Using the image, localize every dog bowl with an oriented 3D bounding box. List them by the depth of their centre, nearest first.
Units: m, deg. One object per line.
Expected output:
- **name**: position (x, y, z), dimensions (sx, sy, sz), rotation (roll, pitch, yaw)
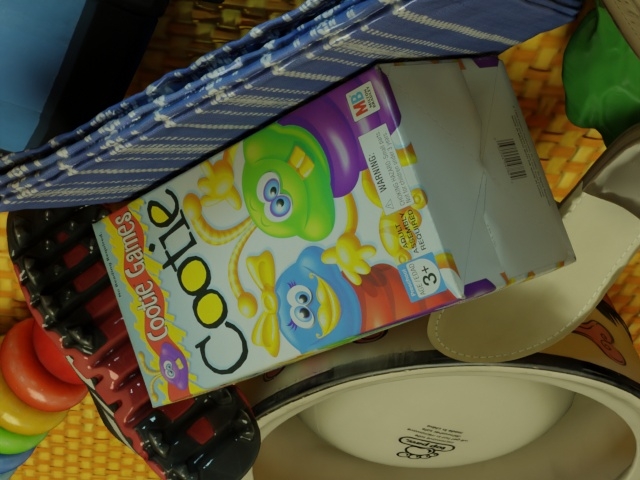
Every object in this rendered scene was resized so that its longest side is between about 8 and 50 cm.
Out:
- **dog bowl**: position (0.107, 0.149, 1.042), dimensions (0.407, 0.150, 0.408), rotation (-1, 145, -1)

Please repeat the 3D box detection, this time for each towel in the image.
- **towel**: position (-0.019, -0.096, 0.708), dimensions (0.336, 0.040, 0.243), rotation (-22, 174, 27)

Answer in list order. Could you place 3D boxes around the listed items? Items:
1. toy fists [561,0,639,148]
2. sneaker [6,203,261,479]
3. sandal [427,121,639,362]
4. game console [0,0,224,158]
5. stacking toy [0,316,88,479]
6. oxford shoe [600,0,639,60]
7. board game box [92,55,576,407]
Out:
- **toy fists**: position (0.295, -0.115, 0.732), dimensions (0.279, 0.096, 0.142), rotation (-3, 138, 4)
- **sneaker**: position (-0.157, 0.079, 0.902), dimensions (0.097, 0.276, 0.135), rotation (-36, -179, -19)
- **sandal**: position (0.169, -0.006, 0.791), dimensions (0.088, 0.079, 0.240), rotation (34, 128, -11)
- **game console**: position (-0.230, -0.123, 0.628), dimensions (0.293, 0.250, 0.173), rotation (15, 98, -22)
- **stacking toy**: position (-0.281, 0.145, 1.048), dimensions (0.141, 0.141, 0.330), rotation (30, 130, -35)
- **oxford shoe**: position (0.120, -0.111, 0.327), dimensions (0.123, 0.130, 0.348), rotation (-14, 143, 20)
- **board game box**: position (0.000, 0.000, 0.766), dimensions (0.275, 0.144, 0.142), rotation (-24, 173, 40)
